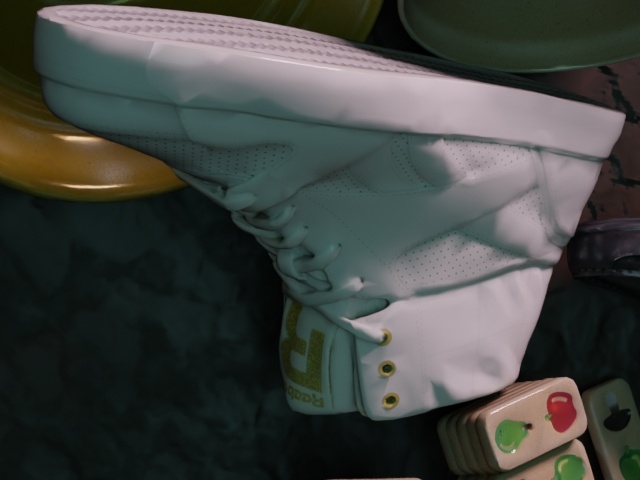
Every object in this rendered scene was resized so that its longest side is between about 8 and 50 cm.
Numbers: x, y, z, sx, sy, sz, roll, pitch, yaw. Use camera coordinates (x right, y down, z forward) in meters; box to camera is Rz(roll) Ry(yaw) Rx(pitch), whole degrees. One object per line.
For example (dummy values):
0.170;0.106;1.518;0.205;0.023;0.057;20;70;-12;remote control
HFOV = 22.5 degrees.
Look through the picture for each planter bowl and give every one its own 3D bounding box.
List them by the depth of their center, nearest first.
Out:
-0.083;-0.127;0.684;0.217;0.090;0.217;-17;135;-17;planter bowl
0.108;-0.159;0.718;0.162;0.162;0.109;-2;68;-11;planter bowl

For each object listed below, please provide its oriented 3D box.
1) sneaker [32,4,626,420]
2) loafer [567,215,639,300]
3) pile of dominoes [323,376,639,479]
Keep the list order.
0.000;0.000;0.679;0.292;0.108;0.169;8;105;-37;sneaker
0.222;0.041;0.786;0.223;0.076;0.078;16;84;-16;loafer
0.115;0.195;0.751;0.196;0.040;0.251;-20;93;-33;pile of dominoes
